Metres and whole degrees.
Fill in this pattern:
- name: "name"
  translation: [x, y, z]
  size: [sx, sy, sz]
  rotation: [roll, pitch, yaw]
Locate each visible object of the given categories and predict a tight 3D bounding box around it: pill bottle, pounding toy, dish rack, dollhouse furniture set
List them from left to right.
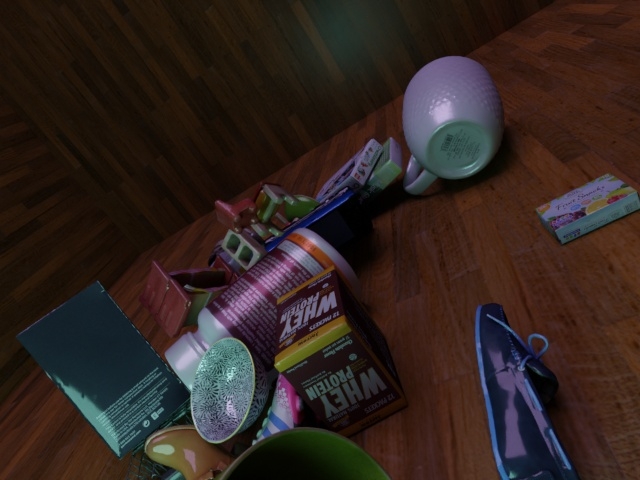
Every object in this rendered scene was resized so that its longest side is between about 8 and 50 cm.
- name: "dish rack"
  translation: [-0.305, 0.433, 0.913]
  size: [0.208, 0.074, 0.271]
  rotation: [-36, 19, -6]
- name: "dollhouse furniture set"
  translation: [-0.235, 0.023, 1.015]
  size: [0.201, 0.152, 0.374]
  rotation: [0, -56, -55]
- name: "pill bottle"
  translation: [-0.117, 0.175, 0.963]
  size: [0.392, 0.224, 0.224]
  rotation: [-41, 21, -17]
- name: "pounding toy"
  translation: [-0.059, -0.029, 1.355]
  size: [0.110, 0.182, 0.237]
  rotation: [-58, 12, -26]

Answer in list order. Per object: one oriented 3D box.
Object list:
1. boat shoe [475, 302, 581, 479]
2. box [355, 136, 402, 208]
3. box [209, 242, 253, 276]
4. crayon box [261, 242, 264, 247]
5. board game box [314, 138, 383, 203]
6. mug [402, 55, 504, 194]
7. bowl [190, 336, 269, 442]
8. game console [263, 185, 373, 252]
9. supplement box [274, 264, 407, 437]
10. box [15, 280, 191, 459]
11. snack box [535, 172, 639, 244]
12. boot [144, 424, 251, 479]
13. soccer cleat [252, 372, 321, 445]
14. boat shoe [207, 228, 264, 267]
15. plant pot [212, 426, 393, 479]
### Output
- name: "boat shoe"
  translation: [0.256, 0.189, 0.560]
  size: [0.088, 0.109, 0.259]
  rotation: [-18, 42, 23]
- name: "box"
  translation: [0.136, -0.171, 1.445]
  size: [0.322, 0.058, 0.232]
  rotation: [-47, 13, 28]
- name: "box"
  translation: [-0.206, 0.126, 1.239]
  size: [0.103, 0.203, 0.114]
  rotation: [-25, 22, 26]
- name: "crayon box"
  translation: [-0.238, 0.137, 1.444]
  size: [0.318, 0.081, 0.202]
  rotation: [-43, 22, -18]
- name: "board game box"
  translation: [0.069, -0.182, 1.455]
  size: [0.305, 0.053, 0.193]
  rotation: [-37, 19, 52]
- name: "mug"
  translation: [0.349, -0.293, 1.270]
  size: [0.374, 0.276, 0.328]
  rotation: [-58, 12, 37]
- name: "bowl"
  translation: [-0.143, 0.260, 0.774]
  size: [0.170, 0.080, 0.170]
  rotation: [-20, 59, 36]
- name: "game console"
  translation: [0.000, 0.000, 1.201]
  size: [0.293, 0.250, 0.173]
  rotation: [-33, 38, 6]
- name: "supplement box"
  translation: [0.028, 0.184, 0.760]
  size: [0.129, 0.191, 0.194]
  rotation: [-32, 21, 9]
- name: "box"
  translation: [-0.478, 0.287, 1.024]
  size: [0.179, 0.313, 0.343]
  rotation: [-39, 3, -26]
- name: "snack box"
  translation: [0.481, -0.059, 0.809]
  size: [0.141, 0.037, 0.100]
  rotation: [-29, 20, 17]
- name: "boot"
  translation: [-0.193, 0.376, 0.707]
  size: [0.152, 0.196, 0.073]
  rotation: [-115, 39, -73]
- name: "soccer cleat"
  translation: [-0.064, 0.317, 0.721]
  size: [0.143, 0.116, 0.331]
  rotation: [-31, 21, 12]
- name: "boat shoe"
  translation: [-0.331, 0.057, 1.737]
  size: [0.355, 0.132, 0.130]
  rotation: [-22, 32, 53]
- name: "plant pot"
  translation: [-0.080, 0.379, 0.458]
  size: [0.293, 0.274, 0.275]
  rotation: [-42, 13, 35]
